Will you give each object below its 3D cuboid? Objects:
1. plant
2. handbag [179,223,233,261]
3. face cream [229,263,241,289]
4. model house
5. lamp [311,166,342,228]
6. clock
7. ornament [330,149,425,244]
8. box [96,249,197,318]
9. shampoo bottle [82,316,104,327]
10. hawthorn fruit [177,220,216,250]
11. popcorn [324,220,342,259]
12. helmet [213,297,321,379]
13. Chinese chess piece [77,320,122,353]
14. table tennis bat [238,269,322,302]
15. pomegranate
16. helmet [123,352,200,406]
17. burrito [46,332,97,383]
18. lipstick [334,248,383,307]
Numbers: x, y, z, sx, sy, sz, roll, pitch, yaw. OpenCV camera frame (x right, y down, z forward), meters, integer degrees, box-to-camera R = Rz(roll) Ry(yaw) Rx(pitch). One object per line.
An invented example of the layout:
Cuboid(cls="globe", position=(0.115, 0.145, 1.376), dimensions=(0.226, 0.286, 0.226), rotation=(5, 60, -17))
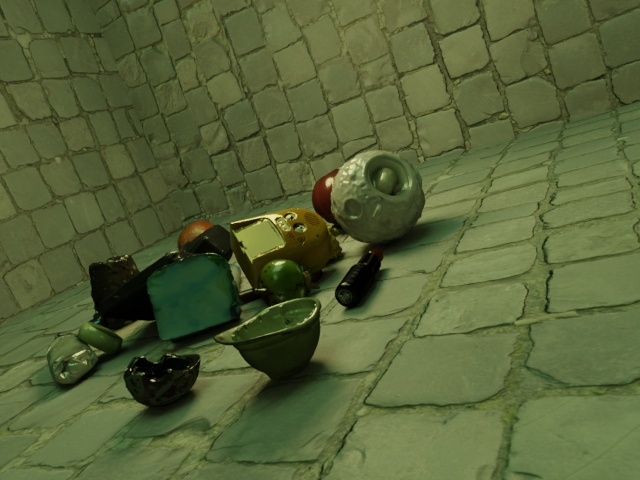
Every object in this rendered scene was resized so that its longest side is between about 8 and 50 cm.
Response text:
Cuboid(cls="plant", position=(-0.790, 0.200, 2.154), dimensions=(0.199, 0.275, 0.189), rotation=(-18, 12, -40))
Cuboid(cls="handbag", position=(-0.491, 0.077, 2.243), dimensions=(0.275, 0.178, 0.302), rotation=(-45, 11, 9))
Cuboid(cls="face cream", position=(-0.343, 0.150, 2.098), dimensions=(0.077, 0.077, 0.250), rotation=(-21, 12, -2))
Cuboid(cls="model house", position=(-0.375, 0.182, 1.756), dimensions=(0.262, 0.225, 0.241), rotation=(-18, -12, 1))
Cuboid(cls="lamp", position=(0.112, -0.183, 2.377), dimensions=(0.303, 0.256, 0.303), rotation=(0, -18, 0))
Cuboid(cls="clock", position=(-0.117, 0.017, 1.827), dimensions=(0.317, 0.200, 0.244), rotation=(-21, 53, -17))
Cuboid(cls="ornament", position=(0.198, -0.146, 1.961), dimensions=(0.337, 0.336, 0.337), rotation=(-19, 12, 4))
Cuboid(cls="box", position=(-0.539, 0.161, 1.892), dimensions=(0.359, 0.091, 0.350), rotation=(-35, -16, 5))
Cuboid(cls="shampoo bottle", position=(-0.879, 0.324, 2.251), dimensions=(0.183, 0.050, 0.087), rotation=(-28, 18, -34))
Cuboid(cls="hawthorn fruit", position=(-0.550, 0.028, 2.663), dimensions=(0.263, 0.231, 0.235), rotation=(26, 34, 13))
Cuboid(cls="popcorn", position=(0.000, 0.000, 2.025), dimensions=(0.170, 0.180, 0.180), rotation=(-52, 7, 12))
Cuboid(cls="helmet", position=(-0.094, 0.233, 1.209), dimensions=(0.204, 0.137, 0.258), rotation=(-8, 11, 45))
Cuboid(cls="Chinese chess piece", position=(-0.729, 0.323, 1.823), dimensions=(0.058, 0.144, 0.144), rotation=(-61, 23, -10))
Cuboid(cls="table tennis bat", position=(-0.140, 0.155, 1.874), dimensions=(0.310, 0.038, 0.200), rotation=(-17, 13, 0))
Cuboid(cls="pomegranate", position=(-0.104, 0.131, 1.662), dimensions=(0.156, 0.156, 0.220), rotation=(-16, -4, 18))
Cuboid(cls="helmet", position=(-0.371, 0.335, 1.302), dimensions=(0.177, 0.107, 0.153), rotation=(-4, 4, -18))
Cuboid(cls="burrito", position=(-0.844, 0.380, 1.838), dimensions=(0.139, 0.101, 0.446), rotation=(-42, 20, -23))
Cuboid(cls="lipstick", position=(0.121, 0.099, 1.588), dimensions=(0.081, 0.081, 0.300), rotation=(-14, 14, 26))
